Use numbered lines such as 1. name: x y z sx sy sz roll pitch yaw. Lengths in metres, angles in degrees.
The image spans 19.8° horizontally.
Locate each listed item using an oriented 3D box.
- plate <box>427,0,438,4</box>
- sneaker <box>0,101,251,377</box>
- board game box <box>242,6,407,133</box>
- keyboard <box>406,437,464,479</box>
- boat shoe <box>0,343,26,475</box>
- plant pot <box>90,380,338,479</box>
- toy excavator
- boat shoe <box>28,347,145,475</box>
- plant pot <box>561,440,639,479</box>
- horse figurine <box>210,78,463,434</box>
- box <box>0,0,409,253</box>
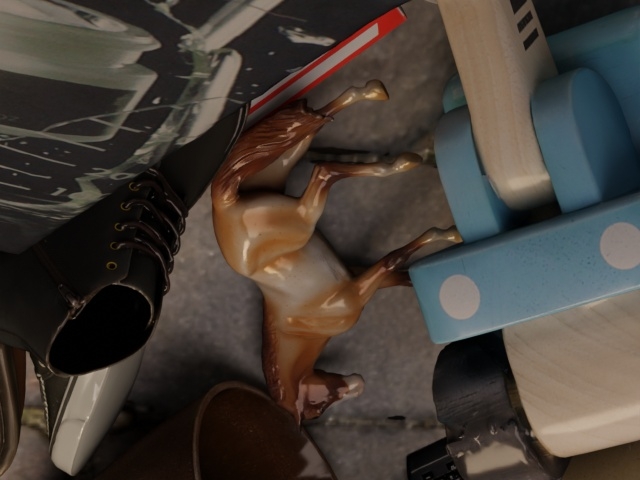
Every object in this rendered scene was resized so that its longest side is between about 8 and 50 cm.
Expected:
1. plate: 0.104 -0.232 1.127 0.188 0.024 0.188 -7 122 -11
2. sneaker: -0.099 -0.011 1.068 0.222 0.118 0.083 -48 128 -11
3. board game box: -0.067 -0.139 1.128 0.193 0.045 0.147 -36 123 9
4. keyboard: 0.155 0.151 1.365 0.192 0.038 0.100 -26 123 2
5. boat shoe: -0.234 -0.004 1.140 0.110 0.104 0.307 4 109 -6
6. plant pot: -0.114 0.241 1.274 0.230 0.215 0.215 -28 124 21
7. toy excavator: 0.128 -0.077 1.096 0.222 0.433 0.445 -20 88 32
8. boat shoe: -0.157 0.057 1.217 0.070 0.078 0.219 24 121 12
9. plant pot: 0.308 0.189 1.315 0.274 0.256 0.257 -11 123 1
10. horse figurine: 0.000 0.000 1.211 0.174 0.066 0.263 -28 133 6
11. box: -0.246 -0.227 0.742 0.479 0.471 0.297 16 71 -22
